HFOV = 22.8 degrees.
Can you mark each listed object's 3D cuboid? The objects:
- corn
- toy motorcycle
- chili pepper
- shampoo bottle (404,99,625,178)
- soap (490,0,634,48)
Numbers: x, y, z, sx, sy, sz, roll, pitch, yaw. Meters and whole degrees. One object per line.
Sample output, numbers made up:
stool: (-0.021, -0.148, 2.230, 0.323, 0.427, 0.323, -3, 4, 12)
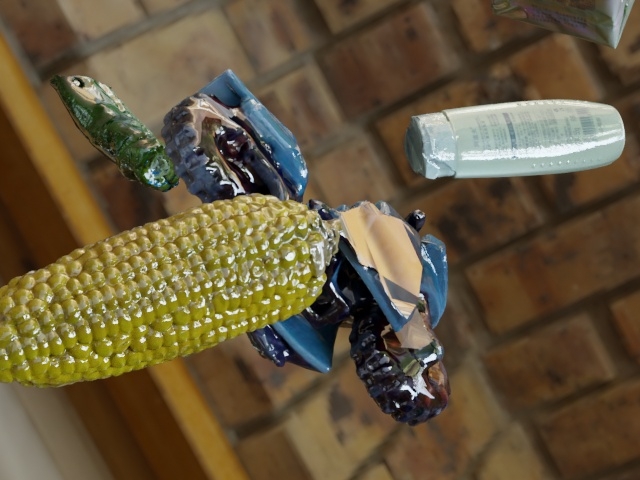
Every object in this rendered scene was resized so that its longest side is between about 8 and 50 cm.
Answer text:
corn: (-0.103, 0.034, 1.048, 0.261, 0.097, 0.097, -19, -178, -20)
toy motorcycle: (0.000, 0.000, 1.621, 0.172, 0.416, 0.232, -35, -164, 29)
chili pepper: (-0.223, -0.120, 1.738, 0.224, 0.098, 0.061, 40, -80, 43)
shampoo bottle: (0.183, -0.095, 1.486, 0.212, 0.072, 0.049, -4, 169, -20)
soap: (0.334, -0.383, 2.167, 0.138, 0.199, 0.182, -64, 160, -17)
